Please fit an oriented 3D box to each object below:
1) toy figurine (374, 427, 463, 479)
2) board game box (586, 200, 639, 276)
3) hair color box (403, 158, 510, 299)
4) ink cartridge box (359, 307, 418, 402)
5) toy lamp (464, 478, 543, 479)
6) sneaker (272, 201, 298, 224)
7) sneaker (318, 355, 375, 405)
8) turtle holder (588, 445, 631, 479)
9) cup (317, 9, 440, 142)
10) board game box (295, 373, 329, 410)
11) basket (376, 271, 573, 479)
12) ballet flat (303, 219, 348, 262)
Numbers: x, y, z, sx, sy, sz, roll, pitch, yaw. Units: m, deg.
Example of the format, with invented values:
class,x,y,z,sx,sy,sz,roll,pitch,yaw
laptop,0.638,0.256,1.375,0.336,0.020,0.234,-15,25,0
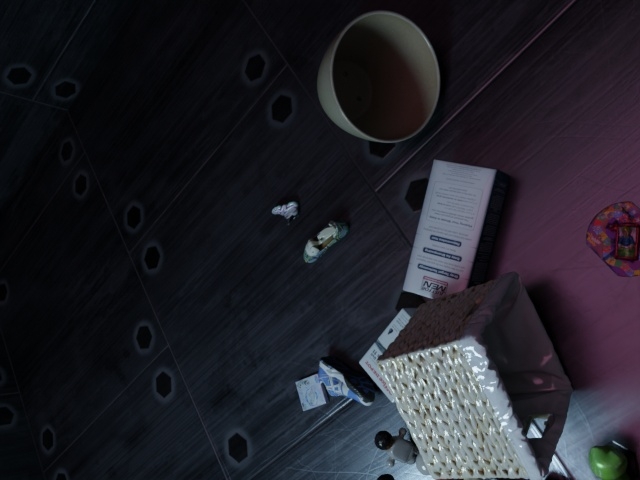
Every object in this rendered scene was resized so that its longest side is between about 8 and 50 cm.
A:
class,x,y,z,sx,sy,sz,roll,pitch,yaw
toy figurine,0.233,0.532,1.505,0.213,0.148,0.209,-43,29,28
board game box,0.670,-0.003,1.349,0.133,0.033,0.168,-47,60,23
hair color box,0.343,-0.018,1.548,0.174,0.105,0.347,16,95,36
ink cartridge box,0.223,0.303,1.617,0.153,0.087,0.208,47,113,31
toy lamp,0.436,0.585,1.438,0.275,0.080,0.080,-2,85,36
sneaker,-0.111,-0.079,1.933,0.098,0.038,0.069,-17,75,35
sneaker,0.073,0.411,1.733,0.211,0.080,0.081,30,110,44
turtle holder,0.634,0.576,1.180,0.243,0.227,0.320,-4,54,43
cup,0.121,-0.421,1.655,0.237,0.331,0.331,6,89,64
board game box,-0.025,0.454,1.829,0.090,0.020,0.090,-28,69,32
basket,0.339,0.293,1.331,0.266,0.328,0.331,-21,99,36
ballet flat,0.000,0.000,1.827,0.188,0.070,0.070,-43,62,26
